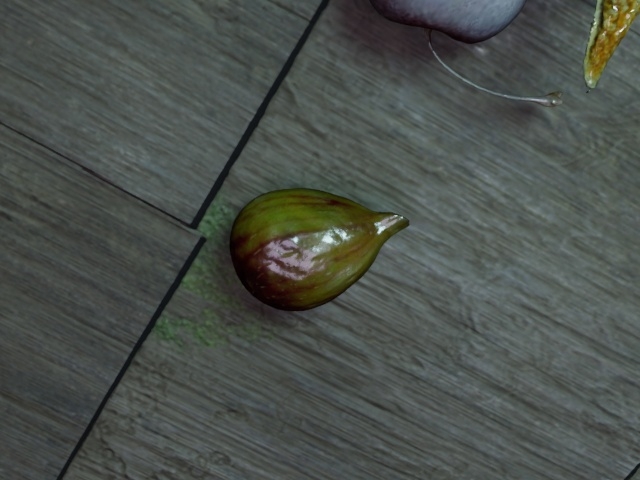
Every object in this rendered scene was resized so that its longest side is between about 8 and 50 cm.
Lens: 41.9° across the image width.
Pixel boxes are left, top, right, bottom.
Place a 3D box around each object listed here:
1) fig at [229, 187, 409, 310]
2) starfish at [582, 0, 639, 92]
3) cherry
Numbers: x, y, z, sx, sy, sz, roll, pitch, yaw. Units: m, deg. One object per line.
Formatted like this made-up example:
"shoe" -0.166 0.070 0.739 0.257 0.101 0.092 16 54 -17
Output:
"fig" 0.000 0.000 0.717 0.155 0.103 0.109 -22 131 20
"starfish" 0.214 -0.255 0.487 0.078 0.358 0.347 18 120 23
"cherry" 0.127 -0.208 0.633 0.188 0.115 0.148 13 73 -10
